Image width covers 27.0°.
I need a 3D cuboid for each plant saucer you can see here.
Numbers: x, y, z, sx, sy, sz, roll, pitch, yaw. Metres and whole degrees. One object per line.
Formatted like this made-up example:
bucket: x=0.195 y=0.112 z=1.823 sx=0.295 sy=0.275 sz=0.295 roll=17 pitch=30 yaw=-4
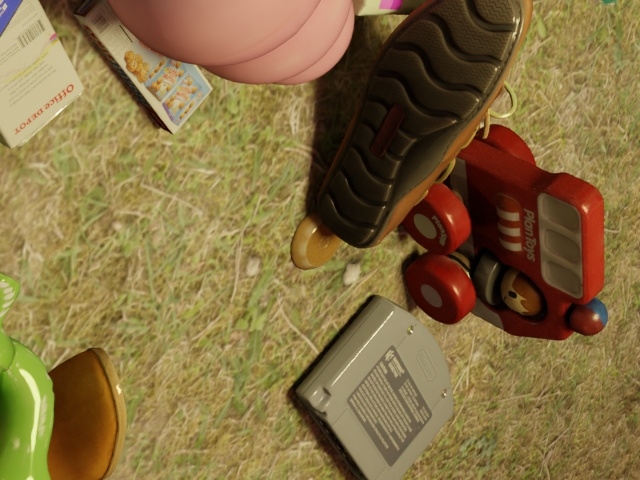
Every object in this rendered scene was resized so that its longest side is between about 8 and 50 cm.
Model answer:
plant saucer: x=0.000 y=0.000 z=1.585 sx=0.083 sy=0.015 sz=0.083 roll=-28 pitch=132 yaw=-35

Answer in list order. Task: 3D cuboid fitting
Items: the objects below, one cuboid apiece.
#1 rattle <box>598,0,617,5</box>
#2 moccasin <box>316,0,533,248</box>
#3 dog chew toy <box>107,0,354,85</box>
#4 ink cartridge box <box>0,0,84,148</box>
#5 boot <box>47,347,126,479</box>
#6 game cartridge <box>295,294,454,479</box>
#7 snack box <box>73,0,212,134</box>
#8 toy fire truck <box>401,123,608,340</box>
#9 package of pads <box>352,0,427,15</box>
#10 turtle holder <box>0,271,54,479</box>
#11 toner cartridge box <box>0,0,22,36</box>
rattle: x=0.307 y=-0.353 z=1.664 sx=0.143 sy=0.130 sz=0.199 roll=-34 pitch=164 yaw=-15
moccasin: x=0.125 y=-0.145 z=1.468 sx=0.147 sy=0.139 sz=0.380 roll=-41 pitch=161 yaw=-45
dog chew toy: x=-0.065 y=-0.237 z=1.211 sx=0.206 sy=0.207 sz=0.332 roll=-60 pitch=159 yaw=0
ink cartridge box: x=-0.269 y=-0.154 z=1.141 sx=0.088 sy=0.052 sz=0.122 roll=-44 pitch=139 yaw=-20
boot: x=-0.307 y=0.197 z=1.189 sx=0.211 sy=0.104 sz=0.295 roll=-8 pitch=154 yaw=-33
game cartridge: x=0.086 y=0.205 z=1.793 sx=0.196 sy=0.060 sz=0.294 roll=-45 pitch=141 yaw=-13
snack box: x=-0.165 y=-0.178 z=1.270 sx=0.064 sy=0.022 sz=0.178 roll=-52 pitch=142 yaw=-14
toy fire truck: x=0.247 y=0.014 z=1.682 sx=0.169 sy=0.254 sz=0.302 roll=-37 pitch=138 yaw=-27
package of pads: x=0.123 y=-0.385 z=1.399 sx=0.229 sy=0.101 sz=0.296 roll=-10 pitch=121 yaw=-45
turtle holder: x=-0.361 y=0.114 z=1.016 sx=0.320 sy=0.243 sz=0.227 roll=49 pitch=56 yaw=-63
toner cartridge box: x=-0.277 y=-0.221 z=0.932 sx=0.165 sy=0.075 sz=0.348 roll=67 pitch=32 yaw=-43
